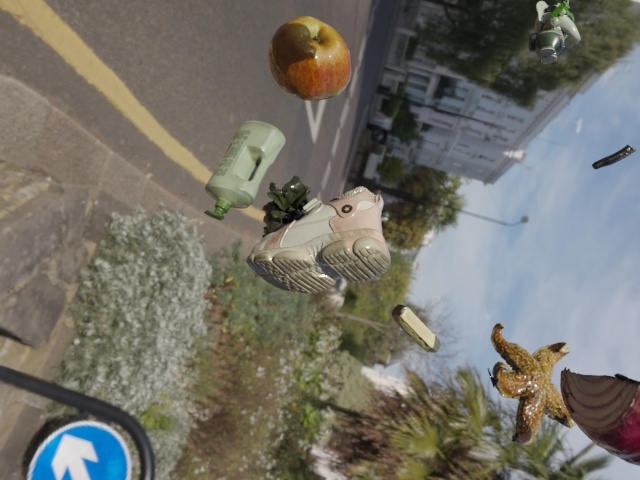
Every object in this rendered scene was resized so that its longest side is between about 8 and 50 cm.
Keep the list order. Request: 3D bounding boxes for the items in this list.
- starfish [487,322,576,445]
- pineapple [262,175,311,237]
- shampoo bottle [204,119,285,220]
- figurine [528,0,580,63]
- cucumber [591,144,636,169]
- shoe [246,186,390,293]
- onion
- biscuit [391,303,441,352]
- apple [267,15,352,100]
[{"bbox_3d":[0.516,0.343,1.405,0.113,0.303,0.312,-44,-135,46],"label":"starfish"},{"bbox_3d":[-0.074,-0.049,1.481,0.141,0.170,0.310,-56,167,-28],"label":"pineapple"},{"bbox_3d":[-0.173,-0.144,1.219,0.234,0.118,0.087,-66,153,-23],"label":"shampoo bottle"},{"bbox_3d":[0.638,-0.577,1.545,0.147,0.126,0.192,39,58,-39],"label":"figurine"},{"bbox_3d":[0.909,-0.255,1.747,0.134,0.034,0.033,-31,-162,14],"label":"cucumber"},{"bbox_3d":[0.001,0.002,1.323,0.172,0.350,0.198,54,36,-47],"label":"shoe"},{"bbox_3d":[0.555,0.345,1.000,0.111,0.247,0.250,-50,-179,-14],"label":"onion"},{"bbox_3d":[0.288,0.265,1.685,0.052,0.188,0.056,-55,-158,-24],"label":"biscuit"},{"bbox_3d":[-0.038,-0.646,1.989,0.277,0.309,0.250,-60,158,-44],"label":"apple"}]
